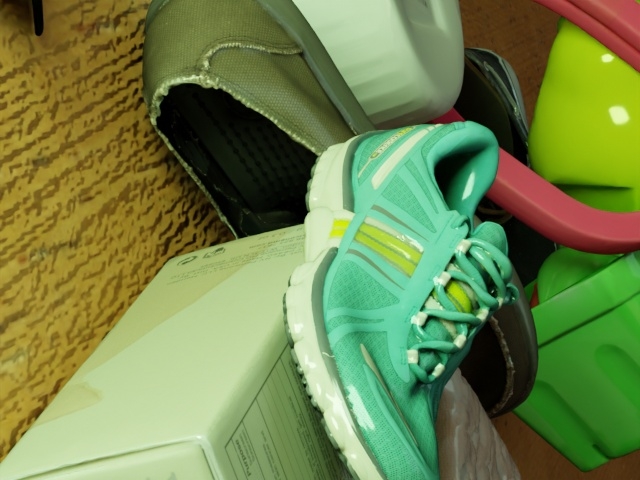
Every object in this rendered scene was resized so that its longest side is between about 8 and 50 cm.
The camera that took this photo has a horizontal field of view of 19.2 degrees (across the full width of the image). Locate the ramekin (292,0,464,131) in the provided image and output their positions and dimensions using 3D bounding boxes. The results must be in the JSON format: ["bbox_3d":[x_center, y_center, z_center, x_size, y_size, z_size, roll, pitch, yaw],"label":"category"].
[{"bbox_3d":[0.008,-0.199,1.402,0.277,0.135,0.277,-14,90,-73],"label":"ramekin"}]

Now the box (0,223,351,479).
[{"bbox_3d":[-0.051,0.112,1.010,0.311,0.121,0.148,-54,129,-67],"label":"box"}]

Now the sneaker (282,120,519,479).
[{"bbox_3d":[0.047,0.028,0.994,0.275,0.110,0.107,-85,153,-46],"label":"sneaker"}]

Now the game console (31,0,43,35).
[{"bbox_3d":[-0.182,-0.182,1.006,0.107,0.071,0.122,6,68,-40],"label":"game console"}]

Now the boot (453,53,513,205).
[{"bbox_3d":[0.091,-0.153,1.695,0.115,0.112,0.305,-100,164,-47],"label":"boot"}]

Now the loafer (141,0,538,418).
[{"bbox_3d":[0.000,0.000,1.205,0.366,0.134,0.130,48,34,-18],"label":"loafer"}]

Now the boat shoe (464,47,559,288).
[{"bbox_3d":[0.187,-0.051,1.901,0.102,0.108,0.301,-5,80,-73],"label":"boat shoe"}]

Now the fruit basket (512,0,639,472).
[{"bbox_3d":[0.277,-0.031,1.735,0.392,0.283,0.392,18,57,-31],"label":"fruit basket"}]

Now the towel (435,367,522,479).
[{"bbox_3d":[0.101,0.273,1.155,0.332,0.053,0.317,61,27,-57],"label":"towel"}]

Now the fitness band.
[{"bbox_3d":[0.195,-0.116,1.553,0.209,0.291,0.054,-55,-179,-20],"label":"fitness band"}]
